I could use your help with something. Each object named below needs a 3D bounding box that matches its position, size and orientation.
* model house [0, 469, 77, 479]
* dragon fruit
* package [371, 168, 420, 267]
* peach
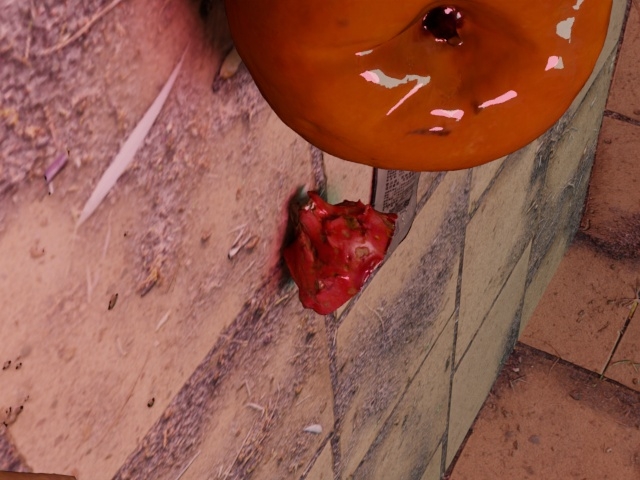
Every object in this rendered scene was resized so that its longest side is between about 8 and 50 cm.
[{"bbox_3d":[-0.240,0.312,0.576,0.358,0.313,0.242,-64,156,-8],"label":"model house"},{"bbox_3d":[0.000,0.000,1.159,0.153,0.111,0.153,-45,-166,15],"label":"dragon fruit"},{"bbox_3d":[0.117,-0.090,1.410,0.154,0.030,0.239,-43,148,-45],"label":"package"},{"bbox_3d":[0.076,-0.230,0.811,0.302,0.342,0.343,-109,-166,-45],"label":"peach"}]
